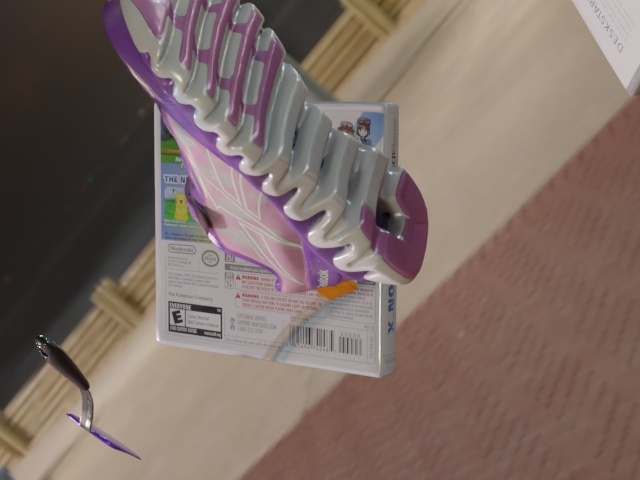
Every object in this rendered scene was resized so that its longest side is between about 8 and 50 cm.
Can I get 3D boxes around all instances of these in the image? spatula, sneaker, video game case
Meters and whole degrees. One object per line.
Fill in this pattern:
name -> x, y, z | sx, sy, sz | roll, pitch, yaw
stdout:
spatula -> -0.272, 0.180, 1.445 | 0.030, 0.084, 0.296 | -50, -26, -23
sneaker -> -0.045, -0.047, 0.711 | 0.104, 0.236, 0.095 | -22, 35, 36
video game case -> -0.058, -0.011, 1.458 | 0.329, 0.300, 0.036 | 5, 8, 34

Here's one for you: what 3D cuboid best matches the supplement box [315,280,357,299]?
supplement box -> 0.000, 0.000, 1.222 | 0.036, 0.062, 0.098 | -23, 56, 25

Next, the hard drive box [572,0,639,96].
hard drive box -> 0.207, -0.228, 0.727 | 0.089, 0.181, 0.232 | -16, -25, -16
